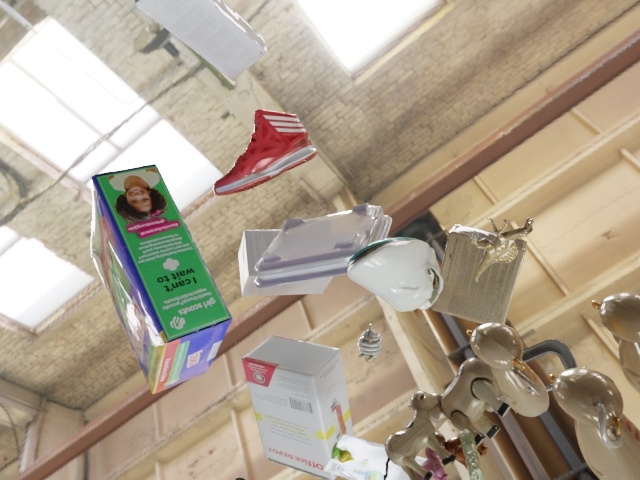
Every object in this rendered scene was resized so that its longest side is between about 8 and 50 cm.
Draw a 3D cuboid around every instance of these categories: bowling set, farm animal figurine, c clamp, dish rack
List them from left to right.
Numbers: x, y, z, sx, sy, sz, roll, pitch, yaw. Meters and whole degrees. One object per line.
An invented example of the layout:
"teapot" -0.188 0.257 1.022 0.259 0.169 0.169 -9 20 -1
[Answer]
"dish rack" 0.000 0.000 1.400 0.333 0.072 0.285 -10 -155 23
"farm animal figurine" 0.284 0.374 1.198 0.326 0.330 0.172 -51 -123 11
"c clamp" 0.446 0.269 1.083 0.161 0.022 0.137 -23 -102 17
"bowling set" 0.268 0.104 0.426 0.200 0.154 0.287 -43 -146 -7

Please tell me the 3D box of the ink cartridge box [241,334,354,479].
"ink cartridge box" -0.063 0.520 1.740 0.279 0.384 0.160 4 -157 34

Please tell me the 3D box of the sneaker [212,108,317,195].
"sneaker" -0.126 -0.178 1.077 0.221 0.128 0.087 -23 -176 8

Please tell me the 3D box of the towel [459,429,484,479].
"towel" 0.298 0.451 1.061 0.027 0.148 0.110 -13 -155 9

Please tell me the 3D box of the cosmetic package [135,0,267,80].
"cosmetic package" -0.217 -0.409 1.030 0.099 0.239 0.060 -29 -126 25

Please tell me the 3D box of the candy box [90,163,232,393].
"candy box" -0.292 0.074 0.968 0.317 0.122 0.268 58 -33 18

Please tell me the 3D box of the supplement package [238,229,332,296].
"supplement package" -0.120 0.078 1.891 0.175 0.293 0.177 117 -31 -58

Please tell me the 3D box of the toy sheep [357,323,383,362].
"toy sheep" 0.162 0.337 1.802 0.091 0.091 0.132 22 -68 50

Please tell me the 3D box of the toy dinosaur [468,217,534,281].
"toy dinosaur" 0.345 0.017 1.110 0.183 0.093 0.053 -53 -179 32

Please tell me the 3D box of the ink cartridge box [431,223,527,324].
"ink cartridge box" 0.415 0.094 1.453 0.193 0.234 0.088 17 -156 19

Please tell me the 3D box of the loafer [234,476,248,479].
"loafer" -0.188 0.653 1.383 0.112 0.320 0.111 30 -74 45

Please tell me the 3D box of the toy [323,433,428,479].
"toy" 0.141 0.564 1.420 0.056 0.237 0.136 -96 -153 -64

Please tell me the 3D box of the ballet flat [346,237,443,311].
"ballet flat" 0.172 0.073 1.062 0.139 0.400 0.139 -1 -93 22
